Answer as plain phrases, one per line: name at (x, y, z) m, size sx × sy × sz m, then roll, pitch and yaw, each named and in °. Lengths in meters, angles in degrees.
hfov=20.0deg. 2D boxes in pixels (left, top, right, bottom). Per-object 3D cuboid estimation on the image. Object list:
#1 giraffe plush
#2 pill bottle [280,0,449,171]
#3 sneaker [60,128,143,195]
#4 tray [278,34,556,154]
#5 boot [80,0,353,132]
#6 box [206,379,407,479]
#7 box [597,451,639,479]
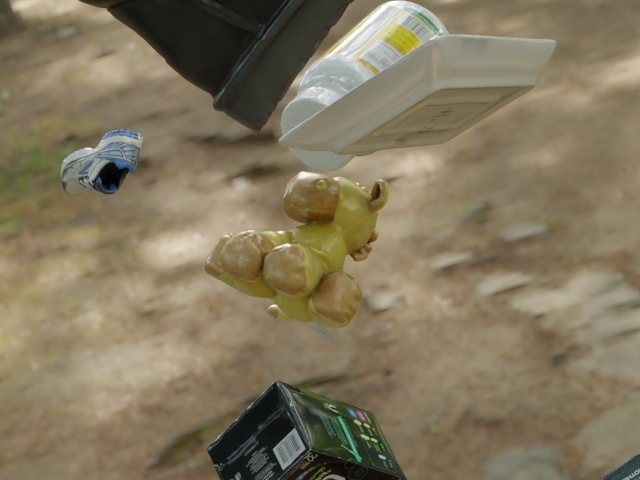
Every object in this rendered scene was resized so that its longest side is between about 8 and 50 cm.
giraffe plush at (0.000, 0.000, 1.991) m, size 0.181 × 0.210 × 0.170 m, roll 15°, pitch 74°, yaw 38°
pill bottle at (0.048, -0.162, 1.934) m, size 0.118 × 0.117 × 0.208 m, roll -6°, pitch 28°, yaw 39°
sneaker at (-0.254, -0.077, 2.065) m, size 0.052 × 0.058 × 0.135 m, roll 19°, pitch -35°, yaw -35°
tray at (0.085, -0.104, 1.361) m, size 0.145 × 0.030 × 0.270 m, roll -31°, pitch -8°, yaw 24°
boot at (-0.145, -0.302, 1.102) m, size 0.367 × 0.445 × 0.146 m, roll -53°, pitch 8°, yaw 37°
box at (-0.007, 0.122, 0.985) m, size 0.062 × 0.083 × 0.052 m, roll -45°, pitch 49°, yaw 20°
box at (0.330, 0.327, 1.935) m, size 0.183 × 0.232 × 0.059 m, roll -35°, pitch 50°, yaw 8°
